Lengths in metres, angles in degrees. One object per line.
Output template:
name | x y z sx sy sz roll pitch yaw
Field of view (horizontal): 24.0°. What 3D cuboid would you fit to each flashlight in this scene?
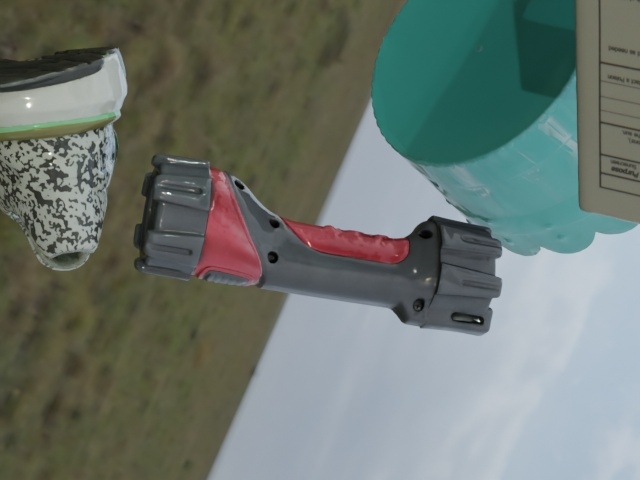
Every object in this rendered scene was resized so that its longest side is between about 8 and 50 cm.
flashlight | 0.000 0.000 1.264 0.103 0.304 0.103 -107 -152 -58

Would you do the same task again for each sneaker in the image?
sneaker | -0.247 -0.065 1.283 0.410 0.158 0.182 -156 -120 -77

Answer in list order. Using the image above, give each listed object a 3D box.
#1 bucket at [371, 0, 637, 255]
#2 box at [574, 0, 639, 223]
bucket | 0.196 -0.140 1.418 0.281 0.183 0.281 -21 -127 31
box | 0.214 -0.124 0.723 0.127 0.148 0.232 -46 140 -41
